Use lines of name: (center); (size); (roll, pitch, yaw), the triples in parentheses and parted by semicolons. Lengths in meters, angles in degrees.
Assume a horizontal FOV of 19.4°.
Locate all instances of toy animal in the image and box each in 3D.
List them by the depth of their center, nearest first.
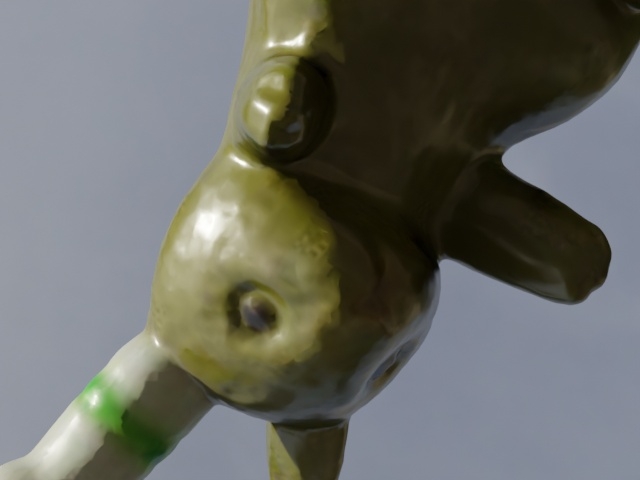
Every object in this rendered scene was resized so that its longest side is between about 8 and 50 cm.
toy animal: (0.011, -0.007, 0.798); (0.181, 0.180, 0.363); (26, -102, -25)
